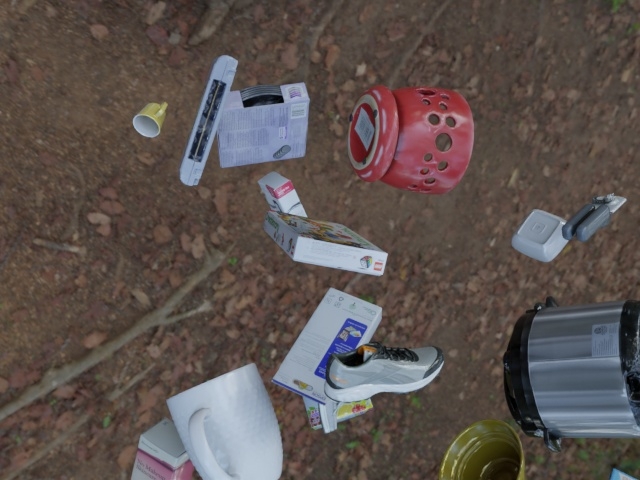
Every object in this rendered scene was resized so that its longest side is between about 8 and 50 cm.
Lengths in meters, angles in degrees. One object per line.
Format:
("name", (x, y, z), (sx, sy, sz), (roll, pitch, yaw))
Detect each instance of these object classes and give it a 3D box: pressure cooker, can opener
("pressure cooker", (0.704, 0.350, 1.930), (0.370, 0.420, 0.375), (-33, 107, -53))
("can opener", (0.717, -0.054, 1.834), (0.280, 0.074, 0.093), (-26, 113, -43))

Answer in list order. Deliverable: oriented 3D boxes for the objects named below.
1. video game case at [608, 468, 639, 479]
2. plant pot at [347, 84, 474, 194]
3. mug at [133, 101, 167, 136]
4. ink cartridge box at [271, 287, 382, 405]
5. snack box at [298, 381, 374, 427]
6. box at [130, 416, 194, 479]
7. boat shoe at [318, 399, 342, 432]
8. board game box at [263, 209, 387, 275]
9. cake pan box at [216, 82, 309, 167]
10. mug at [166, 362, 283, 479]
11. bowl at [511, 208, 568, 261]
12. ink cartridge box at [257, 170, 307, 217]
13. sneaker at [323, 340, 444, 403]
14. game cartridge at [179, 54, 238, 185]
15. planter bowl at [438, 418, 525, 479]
("video game case", (0.496, 0.410, 1.021), (0.119, 0.166, 0.015), (-37, 144, -52))
("plant pot", (0.149, -0.180, 1.252), (0.174, 0.191, 0.191), (1, 115, -21))
("mug", (-0.369, -0.274, 1.569), (0.064, 0.078, 0.062), (-72, 155, -42))
("ink cartridge box", (0.022, 0.288, 1.877), (0.332, 0.165, 0.065), (-54, 155, -33))
("snack box", (0.048, 0.496, 2.285), (0.207, 0.174, 0.070), (-18, 156, 1))
("box", (-0.484, 0.697, 2.183), (0.127, 0.149, 0.232), (-28, 138, -59))
("boat shoe", (0.043, 0.393, 2.039), (0.118, 0.103, 0.320), (90, 3, -71))
("board game box", (0.000, 0.000, 1.524), (0.193, 0.305, 0.053), (11, 99, -18))
("cake pan box", (-0.160, -0.307, 1.893), (0.246, 0.070, 0.267), (-11, 153, -10))
("mug", (-0.263, 0.552, 1.971), (0.276, 0.328, 0.374), (-25, 172, 9))
("bowl", (0.614, -0.022, 1.965), (0.142, 0.142, 0.053), (-50, 140, -11))
("ink cartridge box", (-0.111, -0.119, 2.103), (0.063, 0.109, 0.150), (-35, 124, -17))
("sneaker", (0.138, 0.263, 1.489), (0.272, 0.100, 0.108), (-10, 113, -16))
("game cartridge", (-0.262, -0.279, 1.614), (0.060, 0.196, 0.294), (18, 99, -11))
("planter bowl", (0.359, 0.493, 1.478), (0.090, 0.217, 0.217), (37, 87, -25))
